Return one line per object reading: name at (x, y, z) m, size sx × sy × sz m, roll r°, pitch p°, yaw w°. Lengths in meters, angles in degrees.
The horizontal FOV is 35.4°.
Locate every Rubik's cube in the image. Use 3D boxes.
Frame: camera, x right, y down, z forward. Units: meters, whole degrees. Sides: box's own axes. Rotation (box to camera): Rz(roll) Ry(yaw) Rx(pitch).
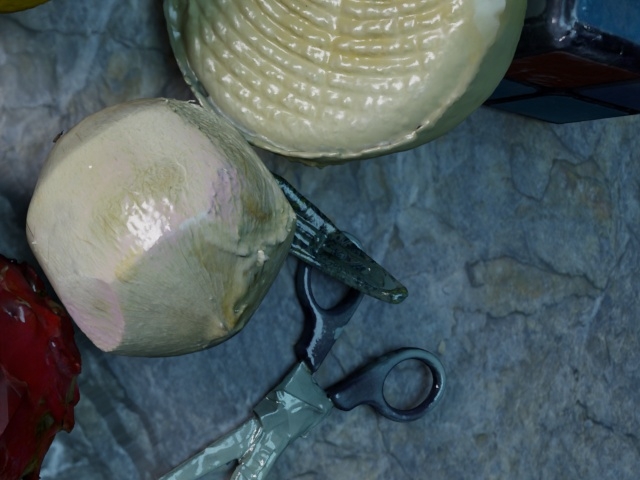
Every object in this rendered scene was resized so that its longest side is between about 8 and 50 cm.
Rubik's cube at (0.284, -0.318, 1.130) m, size 0.318 × 0.316 × 0.313 m, roll 9°, pitch 86°, yaw -31°

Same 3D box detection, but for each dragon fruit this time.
dragon fruit at (-0.298, 0.115, 0.877) m, size 0.163 × 0.189 × 0.262 m, roll -31°, pitch 114°, yaw 4°

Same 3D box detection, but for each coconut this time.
coconut at (-0.134, -0.004, 0.910) m, size 0.227 × 0.227 × 0.230 m, roll -26°, pitch 68°, yaw -29°

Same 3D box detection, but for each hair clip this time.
hair clip at (-0.001, 0.000, 1.099) m, size 0.229 × 0.036 × 0.066 m, roll 36°, pitch 67°, yaw -7°

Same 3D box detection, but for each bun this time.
bun at (0.033, -0.252, 0.987) m, size 0.202 × 0.364 × 0.364 m, roll -17°, pitch 102°, yaw -63°

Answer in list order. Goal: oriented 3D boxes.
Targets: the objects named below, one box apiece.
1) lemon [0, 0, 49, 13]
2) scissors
lemon at (-0.279, -0.323, 0.801) m, size 0.293 × 0.293 × 0.293 m, roll -1°, pitch 91°, yaw -33°
scissors at (-0.038, 0.185, 1.101) m, size 0.383 × 0.029 × 0.256 m, roll -40°, pitch 107°, yaw -24°
